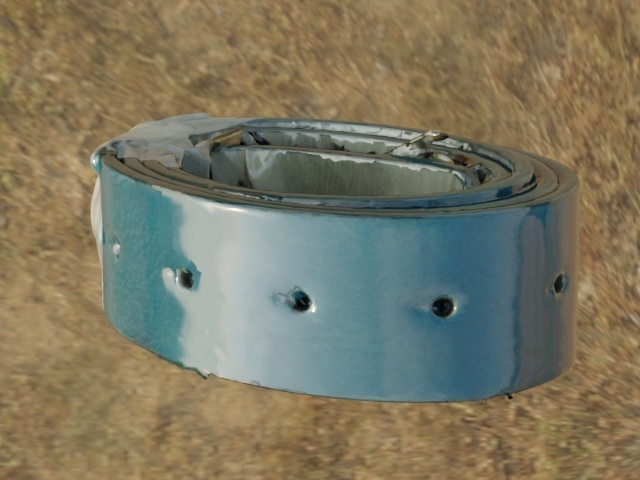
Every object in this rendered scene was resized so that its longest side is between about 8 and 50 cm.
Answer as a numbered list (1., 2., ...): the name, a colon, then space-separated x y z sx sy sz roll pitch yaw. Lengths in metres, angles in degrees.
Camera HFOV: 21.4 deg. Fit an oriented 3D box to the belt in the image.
1. belt: 0.001 0.000 1.327 0.436 0.300 0.173 9 106 43
